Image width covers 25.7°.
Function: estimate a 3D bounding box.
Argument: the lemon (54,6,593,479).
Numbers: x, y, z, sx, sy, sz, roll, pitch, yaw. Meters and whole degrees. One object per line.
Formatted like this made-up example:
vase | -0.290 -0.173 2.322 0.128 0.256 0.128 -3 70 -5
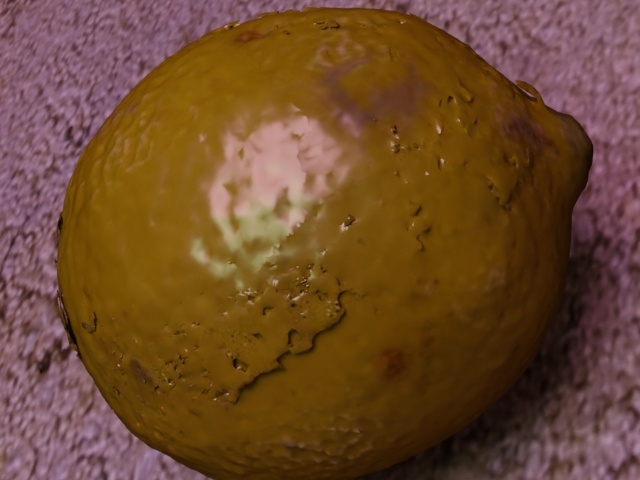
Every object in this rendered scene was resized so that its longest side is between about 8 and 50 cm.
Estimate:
lemon | 0.000 0.000 0.772 0.310 0.258 0.258 -24 49 18
